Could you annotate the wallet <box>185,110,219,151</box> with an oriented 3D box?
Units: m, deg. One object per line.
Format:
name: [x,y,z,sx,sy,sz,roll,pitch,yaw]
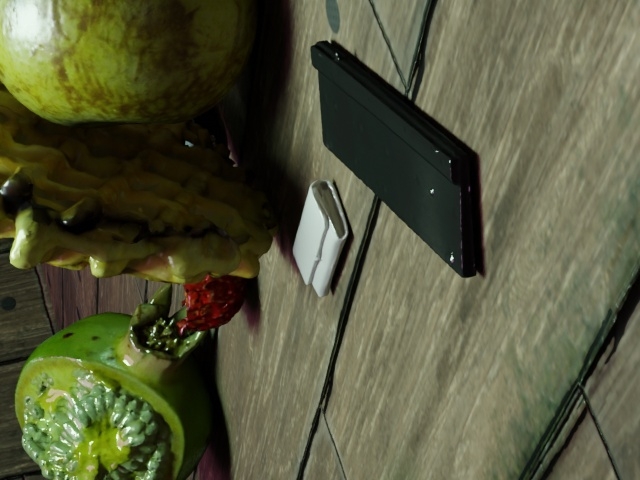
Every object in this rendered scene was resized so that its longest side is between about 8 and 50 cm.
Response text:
wallet: [-0.150,-0.099,1.973,0.222,0.036,0.167,96,157,-50]

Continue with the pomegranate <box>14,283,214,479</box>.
pomegranate: [-0.248,0.197,2.212,0.340,0.260,0.260,-51,44,30]

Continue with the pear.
pear: [-0.189,-0.235,1.590,0.283,0.284,0.283,168,90,-75]

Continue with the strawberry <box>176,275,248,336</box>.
strawberry: [-0.125,0.030,1.882,0.145,0.086,0.145,170,90,-74]

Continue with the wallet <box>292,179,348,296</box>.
wallet: [0.000,0.000,1.522,0.122,0.025,0.061,108,141,-61]

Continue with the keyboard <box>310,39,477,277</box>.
keyboard: [0.051,-0.072,1.290,0.310,0.018,0.100,-132,32,-62]

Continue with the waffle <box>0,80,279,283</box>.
waffle: [-0.229,-0.075,1.673,0.382,0.380,0.095,50,124,45]
